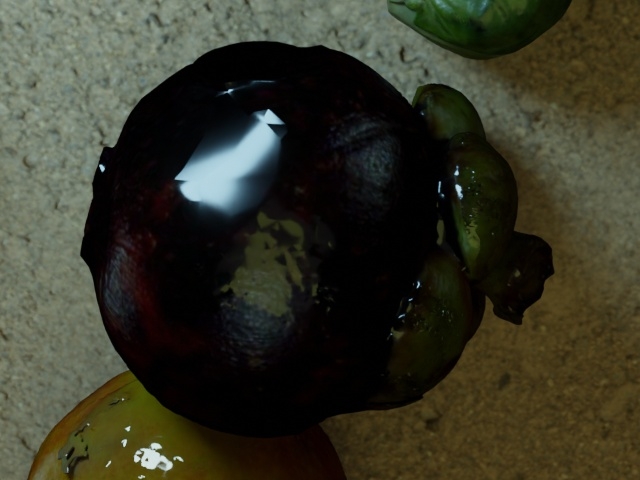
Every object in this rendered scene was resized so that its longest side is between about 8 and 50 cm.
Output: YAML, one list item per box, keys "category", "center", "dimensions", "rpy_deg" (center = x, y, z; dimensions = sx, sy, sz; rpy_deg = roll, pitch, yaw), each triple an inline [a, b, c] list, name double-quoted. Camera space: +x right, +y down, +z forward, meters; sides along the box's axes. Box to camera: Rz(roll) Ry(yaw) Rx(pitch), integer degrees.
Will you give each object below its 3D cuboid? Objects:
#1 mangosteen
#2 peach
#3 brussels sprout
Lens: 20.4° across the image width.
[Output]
- category: "mangosteen"
  center: [-0.014, -0.018, 1.676]
  dimensions: [0.421, 0.381, 0.381]
  rpy_deg: [-19, 110, 1]
- category: "peach"
  center: [-0.138, 0.311, 1.849]
  dimensions: [0.372, 0.290, 0.373]
  rpy_deg: [-12, 114, -29]
- category: "brussels sprout"
  center: [0.155, -0.244, 1.702]
  dimensions: [0.183, 0.131, 0.145]
  rpy_deg: [-26, 103, 11]
